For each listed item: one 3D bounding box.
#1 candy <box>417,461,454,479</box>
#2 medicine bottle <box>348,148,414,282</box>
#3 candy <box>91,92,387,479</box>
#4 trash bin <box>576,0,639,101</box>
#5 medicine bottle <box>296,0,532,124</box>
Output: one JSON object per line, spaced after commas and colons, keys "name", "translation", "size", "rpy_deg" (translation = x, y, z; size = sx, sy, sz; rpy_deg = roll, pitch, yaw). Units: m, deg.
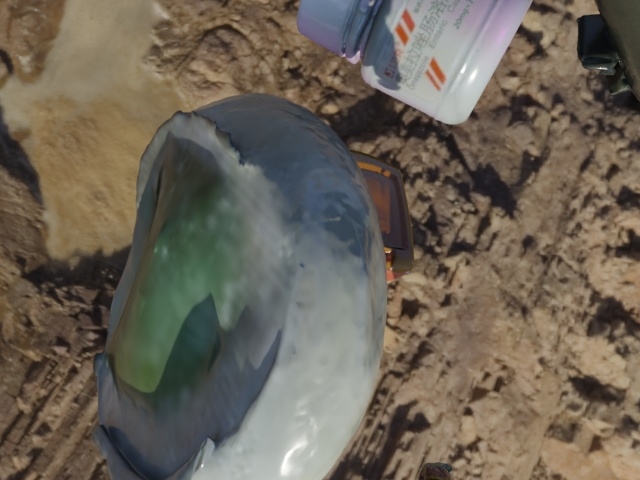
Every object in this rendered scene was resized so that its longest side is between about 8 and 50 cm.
{"name": "candy", "translation": [0.114, 0.253, 0.654], "size": [0.175, 0.045, 0.043], "rpy_deg": [-32, 133, -80]}
{"name": "medicine bottle", "translation": [0.001, 0.000, 0.854], "size": [0.112, 0.222, 0.149], "rpy_deg": [14, 60, -38]}
{"name": "candy", "translation": [-0.077, 0.059, 0.630], "size": [0.186, 0.427, 0.386], "rpy_deg": [18, 98, -28]}
{"name": "trash bin", "translation": [0.263, -0.238, 0.440], "size": [0.301, 0.252, 0.203], "rpy_deg": [42, 51, -42]}
{"name": "medicine bottle", "translation": [0.140, -0.344, 1.050], "size": [0.241, 0.301, 0.241], "rpy_deg": [-61, 175, -9]}
